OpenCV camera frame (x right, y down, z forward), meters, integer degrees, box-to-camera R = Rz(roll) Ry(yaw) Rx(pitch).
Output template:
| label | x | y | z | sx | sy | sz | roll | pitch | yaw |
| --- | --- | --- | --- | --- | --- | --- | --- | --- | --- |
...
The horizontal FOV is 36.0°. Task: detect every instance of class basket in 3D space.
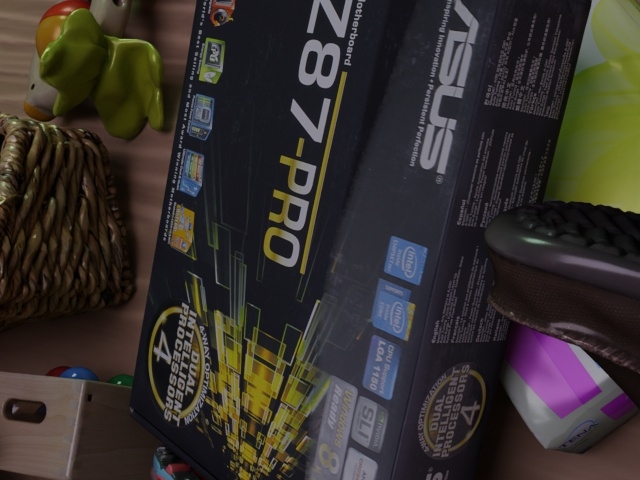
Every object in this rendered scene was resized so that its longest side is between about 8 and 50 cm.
| label | x | y | z | sx | sy | sz | roll | pitch | yaw |
| --- | --- | --- | --- | --- | --- | --- | --- | --- | --- |
| basket | -0.366 | -0.010 | 0.929 | 0.299 | 0.223 | 0.213 | -13 | 86 | 28 |

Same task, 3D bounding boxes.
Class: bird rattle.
| label | x | y | z | sx | sy | sz | roll | pitch | yaw |
| --- | --- | --- | --- | --- | --- | --- | --- | --- | --- |
| bird rattle | -0.239 | -0.225 | 0.997 | 0.207 | 0.143 | 0.253 | -21 | 63 | 43 |

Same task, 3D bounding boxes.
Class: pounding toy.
| label | x | y | z | sx | sy | sz | roll | pitch | yaw |
| --- | --- | --- | --- | --- | --- | --- | --- | --- | --- |
| pounding toy | -0.258 | 0.151 | 0.853 | 0.181 | 0.206 | 0.094 | 1 | 77 | 31 |

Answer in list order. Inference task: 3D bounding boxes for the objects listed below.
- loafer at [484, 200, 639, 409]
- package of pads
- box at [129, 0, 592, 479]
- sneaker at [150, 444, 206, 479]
| label | x | y | z | sx | sy | sz | roll | pitch | yaw |
| --- | --- | --- | --- | --- | --- | --- | --- | --- | --- |
| loafer | 0.244 | 0.098 | 0.537 | 0.366 | 0.134 | 0.130 | 27 | 107 | 2 |
| package of pads | 0.183 | -0.035 | 0.701 | 0.229 | 0.101 | 0.296 | -40 | 61 | 17 |
| box | 0.000 | 0.000 | 0.709 | 0.318 | 0.097 | 0.395 | 23 | 105 | 47 |
| sneaker | -0.078 | 0.252 | 0.753 | 0.262 | 0.104 | 0.125 | 34 | 100 | 55 |
